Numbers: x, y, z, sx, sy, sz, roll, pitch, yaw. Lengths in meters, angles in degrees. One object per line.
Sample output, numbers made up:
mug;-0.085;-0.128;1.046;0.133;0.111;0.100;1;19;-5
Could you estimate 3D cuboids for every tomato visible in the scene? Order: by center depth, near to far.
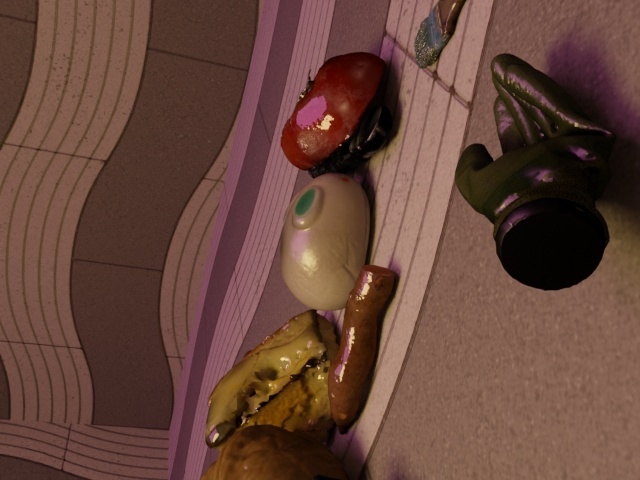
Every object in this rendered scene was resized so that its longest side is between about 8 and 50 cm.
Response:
tomato;0.006;-0.222;1.060;0.228;0.101;0.228;-54;12;17

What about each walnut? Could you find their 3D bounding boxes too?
walnut;-0.067;0.374;0.925;0.228;0.227;0.228;-171;90;-74

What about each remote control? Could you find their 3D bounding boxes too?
remote control;0.057;-0.154;1.079;0.266;0.066;0.090;-18;54;67

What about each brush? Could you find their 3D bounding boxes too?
brush;0.172;-0.305;0.833;0.196;0.021;0.070;126;147;-56

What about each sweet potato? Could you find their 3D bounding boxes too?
sweet potato;0.047;0.170;0.941;0.067;0.059;0.281;-108;31;-74

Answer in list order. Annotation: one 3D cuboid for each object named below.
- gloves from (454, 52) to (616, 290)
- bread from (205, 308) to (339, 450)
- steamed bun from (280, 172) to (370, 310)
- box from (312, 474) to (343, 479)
gloves;0.176;-0.062;0.539;0.135;0.107;0.268;-31;32;29
bread;-0.065;0.252;1.105;0.262;0.163;0.204;-34;26;6
steamed bun;0.000;0.000;1.063;0.177;0.130;0.228;-169;86;-75
box;0.025;0.452;0.696;0.279;0.116;0.261;-69;21;8
